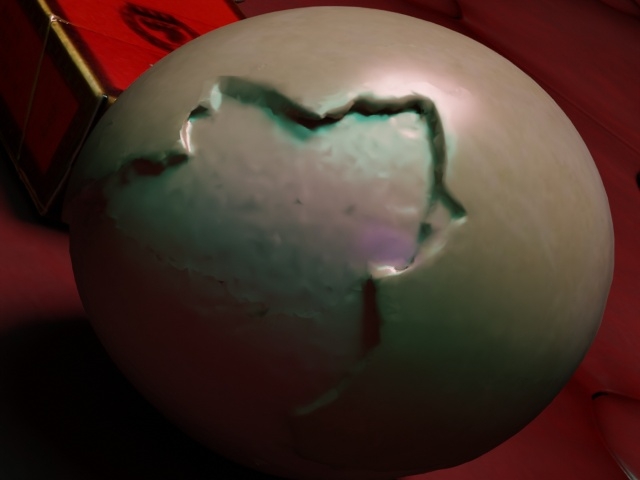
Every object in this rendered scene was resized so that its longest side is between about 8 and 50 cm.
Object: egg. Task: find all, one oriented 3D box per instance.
[{"bbox_3d":[0.000,0.000,0.731,0.217,0.183,0.183,12,28,-38],"label":"egg"}]

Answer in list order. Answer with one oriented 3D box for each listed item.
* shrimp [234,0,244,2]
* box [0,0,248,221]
[{"bbox_3d":[-0.131,-0.186,1.111,0.164,0.062,0.317,32,9,15],"label":"shrimp"},{"bbox_3d":[-0.094,-0.085,0.949,0.153,0.074,0.240,20,23,-37],"label":"box"}]
